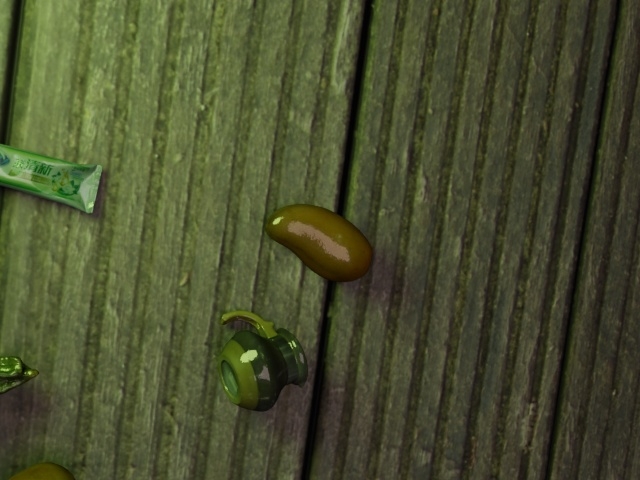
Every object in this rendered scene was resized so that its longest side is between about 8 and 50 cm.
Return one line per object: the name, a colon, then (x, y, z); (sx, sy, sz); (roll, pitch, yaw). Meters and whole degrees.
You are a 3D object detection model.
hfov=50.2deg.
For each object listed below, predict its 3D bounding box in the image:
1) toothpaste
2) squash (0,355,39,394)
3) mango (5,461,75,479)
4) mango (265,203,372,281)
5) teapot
toothpaste: (-0.464, -0.110, 0.963); (0.297, 0.048, 0.074); (15, 84, -22)
squash: (-0.544, 0.215, 0.934); (0.288, 0.137, 0.137); (4, 94, -26)
mango: (-0.451, 0.397, 0.955); (0.228, 0.136, 0.099); (-26, 84, -30)
mango: (0.000, 0.000, 1.107); (0.184, 0.085, 0.102); (30, 89, -8)
teapot: (-0.098, 0.184, 1.079); (0.119, 0.130, 0.165); (-15, 68, -31)
